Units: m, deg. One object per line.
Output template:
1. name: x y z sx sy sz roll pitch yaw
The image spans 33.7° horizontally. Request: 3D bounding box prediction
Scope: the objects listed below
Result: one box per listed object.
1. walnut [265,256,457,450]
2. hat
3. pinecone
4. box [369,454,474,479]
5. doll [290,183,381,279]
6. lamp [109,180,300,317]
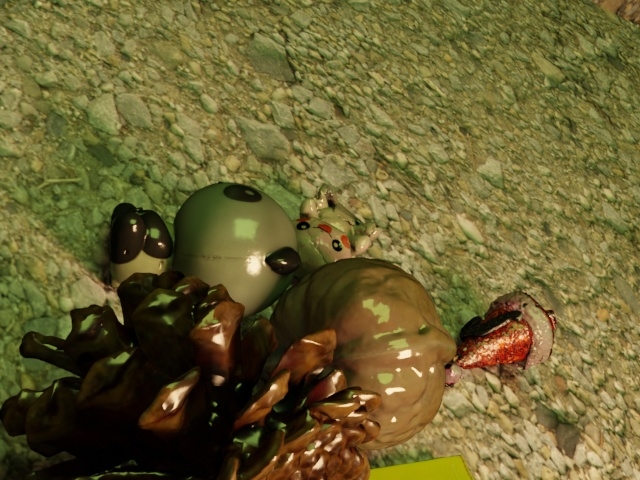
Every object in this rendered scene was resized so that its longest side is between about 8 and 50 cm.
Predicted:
1. walnut: 0.056 0.144 1.352 0.248 0.248 0.248 24 39 -21
2. hat: 0.256 0.162 1.638 0.227 0.128 0.140 -24 26 -34
3. pinecone: -0.154 0.186 1.041 0.384 0.384 0.384 24 39 -21
4. box: 0.091 0.369 1.297 0.335 0.047 0.187 2 50 -40
5. doll: 0.000 0.000 1.570 0.149 0.095 0.192 37 37 7
6. lamp: -0.149 0.009 1.363 0.244 0.197 0.197 7 44 -13
